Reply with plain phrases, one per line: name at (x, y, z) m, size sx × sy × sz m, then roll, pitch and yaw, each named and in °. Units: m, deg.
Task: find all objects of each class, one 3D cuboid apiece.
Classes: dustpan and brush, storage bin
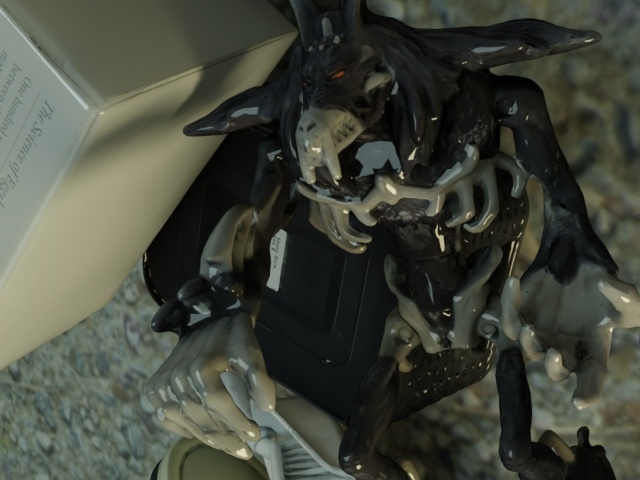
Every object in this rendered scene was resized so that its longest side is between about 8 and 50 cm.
dustpan and brush at (-0.017, 0.122, 0.588) m, size 0.211 × 0.060 × 0.147 m, roll -111°, pitch 8°, yaw -60°
storage bin at (0.000, 0.000, 0.544) m, size 0.180 × 0.084 × 0.122 m, roll 27°, pitch 118°, yaw 35°

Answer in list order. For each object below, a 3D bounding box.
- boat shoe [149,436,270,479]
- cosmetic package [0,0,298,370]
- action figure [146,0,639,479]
boat shoe at (-0.023, 0.278, 0.610) m, size 0.113 × 0.127 × 0.340 m, roll -35°, pitch 86°, yaw 31°
cosmetic package at (-0.171, -0.083, 0.502) m, size 0.224 × 0.138 × 0.224 m, roll 48°, pitch 130°, yaw 8°
action figure at (0.035, 0.024, 0.383) m, size 0.164 × 0.141 × 0.275 m, roll -13°, pitch 110°, yaw 20°
